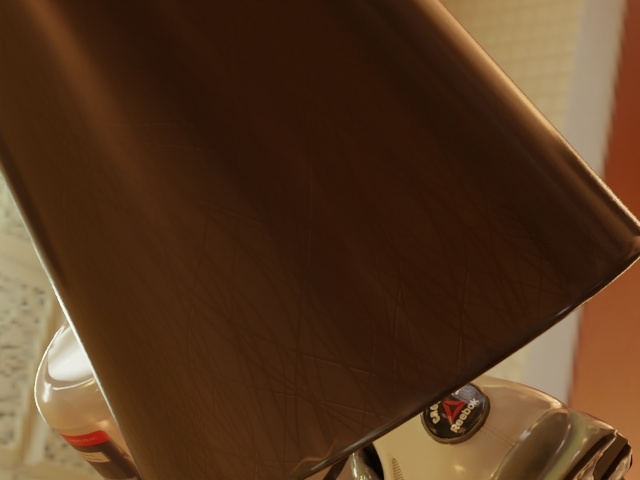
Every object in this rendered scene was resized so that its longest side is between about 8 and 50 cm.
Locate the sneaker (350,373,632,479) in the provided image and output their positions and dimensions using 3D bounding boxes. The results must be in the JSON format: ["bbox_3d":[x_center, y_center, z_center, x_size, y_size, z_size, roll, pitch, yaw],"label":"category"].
[{"bbox_3d":[0.092,0.154,1.022,0.122,0.146,0.330,-48,-28,-21],"label":"sneaker"}]

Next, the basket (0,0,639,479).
[{"bbox_3d":[-0.032,-0.045,0.636,0.227,0.204,0.154,58,-155,-2],"label":"basket"}]

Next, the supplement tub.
[{"bbox_3d":[-0.079,0.152,1.502,0.272,0.191,0.191,49,-126,-25],"label":"supplement tub"}]
